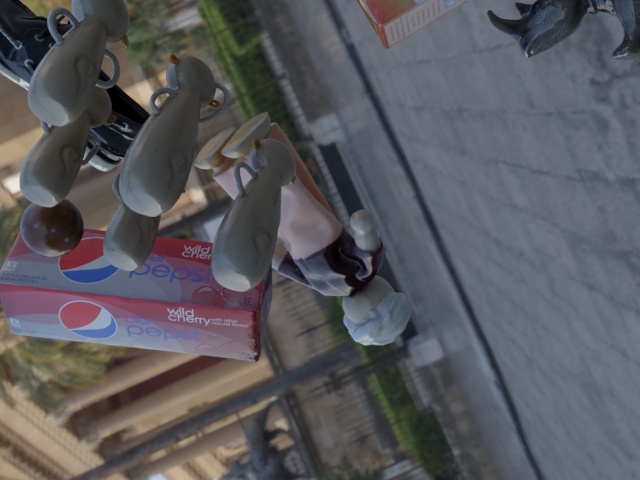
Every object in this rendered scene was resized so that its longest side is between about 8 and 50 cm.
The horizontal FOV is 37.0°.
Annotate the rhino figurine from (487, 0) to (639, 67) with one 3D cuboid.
[{"bbox_3d":[0.247,-0.188,0.727,0.073,0.243,0.106,7,-98,-64],"label":"rhino figurine"}]

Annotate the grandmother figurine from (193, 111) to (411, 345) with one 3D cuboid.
[{"bbox_3d":[0.000,0.000,1.186,0.342,0.104,0.208,51,151,-21],"label":"grandmother figurine"}]

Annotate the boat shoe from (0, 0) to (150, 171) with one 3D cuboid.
[{"bbox_3d":[-0.351,-0.244,1.287,0.340,0.113,0.127,54,-159,-26],"label":"boat shoe"}]

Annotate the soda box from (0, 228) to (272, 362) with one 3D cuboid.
[{"bbox_3d":[-0.184,0.052,0.975,0.092,0.264,0.083,-81,-6,-45],"label":"soda box"}]

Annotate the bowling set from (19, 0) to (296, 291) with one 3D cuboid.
[{"bbox_3d":[-0.174,-0.077,0.809,0.287,0.200,0.154,50,-138,-40],"label":"bowling set"}]

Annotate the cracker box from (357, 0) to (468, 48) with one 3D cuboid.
[{"bbox_3d":[0.112,-0.284,0.766,0.155,0.232,0.067,61,-175,9],"label":"cracker box"}]
